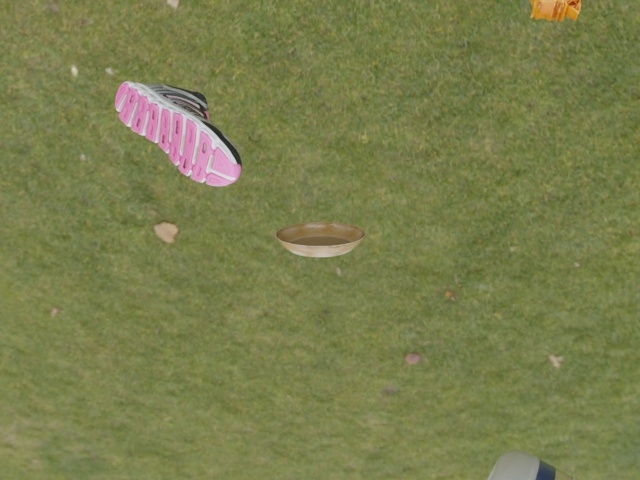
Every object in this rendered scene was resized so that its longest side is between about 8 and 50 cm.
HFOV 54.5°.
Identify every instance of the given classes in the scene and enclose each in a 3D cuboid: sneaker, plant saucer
[{"bbox_3d":[-0.136,-0.120,0.657,0.170,0.075,0.063,35,127,21],"label":"sneaker"},{"bbox_3d":[0.000,0.000,0.572,0.083,0.083,0.015,0,106,3],"label":"plant saucer"}]

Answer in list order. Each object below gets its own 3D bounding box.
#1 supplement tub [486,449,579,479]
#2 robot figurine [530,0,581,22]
[{"bbox_3d":[0.260,0.353,0.526,0.316,0.228,0.228,25,139,21],"label":"supplement tub"},{"bbox_3d":[0.355,-0.466,0.848,0.085,0.291,0.211,16,179,15],"label":"robot figurine"}]
